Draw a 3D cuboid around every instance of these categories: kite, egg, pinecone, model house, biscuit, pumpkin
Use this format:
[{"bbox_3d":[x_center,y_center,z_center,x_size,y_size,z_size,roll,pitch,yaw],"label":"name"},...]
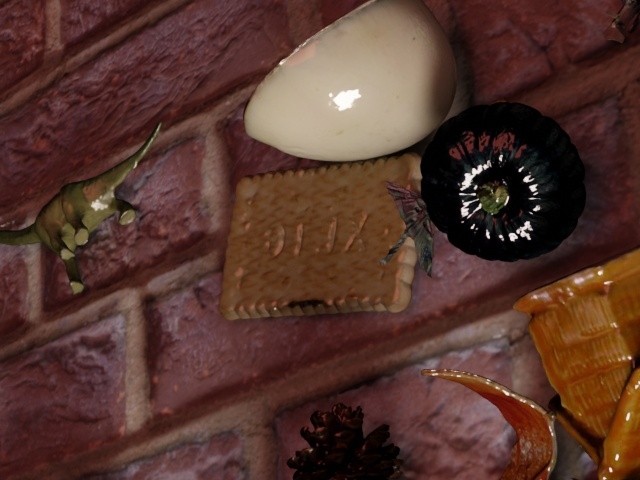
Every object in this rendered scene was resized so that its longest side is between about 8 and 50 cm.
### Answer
[{"bbox_3d":[0.108,-0.012,1.659,0.011,0.139,0.156,-15,22,38],"label":"kite"},{"bbox_3d":[0.048,-0.178,1.712,0.286,0.264,0.174,-35,81,11],"label":"egg"},{"bbox_3d":[0.026,0.257,1.590,0.140,0.140,0.120,-29,54,29],"label":"pinecone"},{"bbox_3d":[0.343,0.115,1.374,0.219,0.199,0.229,141,113,-74],"label":"model house"},{"bbox_3d":[0.000,0.000,1.791,0.325,0.044,0.217,-7,68,39],"label":"biscuit"},{"bbox_3d":[0.209,-0.065,1.556,0.194,0.194,0.150,14,40,44],"label":"pumpkin"}]

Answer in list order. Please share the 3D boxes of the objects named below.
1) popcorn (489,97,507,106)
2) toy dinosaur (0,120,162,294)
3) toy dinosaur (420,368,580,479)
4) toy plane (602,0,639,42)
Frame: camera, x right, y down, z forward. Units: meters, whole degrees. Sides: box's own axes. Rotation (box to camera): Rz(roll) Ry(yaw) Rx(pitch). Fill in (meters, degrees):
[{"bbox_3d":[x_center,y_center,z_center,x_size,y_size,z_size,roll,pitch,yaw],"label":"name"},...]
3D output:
[{"bbox_3d":[0.229,-0.137,1.631,0.082,0.083,0.057,29,90,19],"label":"popcorn"},{"bbox_3d":[-0.415,-0.062,2.167,0.447,0.087,0.301,-50,40,10],"label":"toy dinosaur"},{"bbox_3d":[0.189,0.313,1.418,0.206,0.113,0.327,25,112,60],"label":"toy dinosaur"},{"bbox_3d":[0.373,-0.291,1.609,0.049,0.031,0.120,35,93,36],"label":"toy plane"}]
